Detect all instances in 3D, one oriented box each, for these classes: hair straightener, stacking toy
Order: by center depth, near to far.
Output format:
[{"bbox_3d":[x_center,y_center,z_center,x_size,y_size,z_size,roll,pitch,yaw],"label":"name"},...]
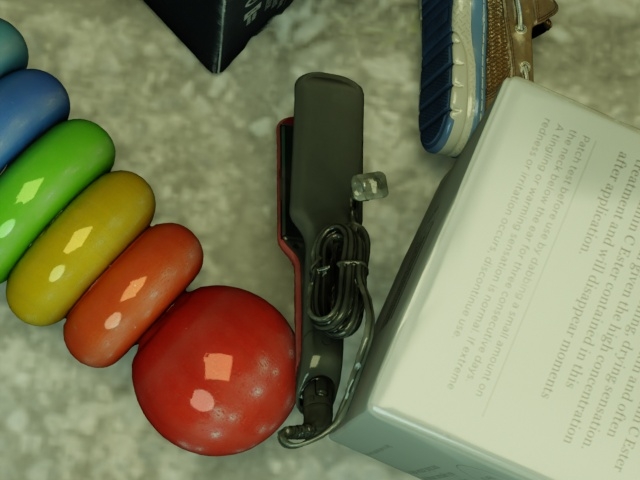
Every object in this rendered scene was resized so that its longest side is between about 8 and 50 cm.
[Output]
[{"bbox_3d":[0.000,0.000,0.796,0.047,0.089,0.230,14,51,-10],"label":"hair straightener"},{"bbox_3d":[-0.146,-0.011,0.821,0.330,0.141,0.141,44,80,-1],"label":"stacking toy"}]

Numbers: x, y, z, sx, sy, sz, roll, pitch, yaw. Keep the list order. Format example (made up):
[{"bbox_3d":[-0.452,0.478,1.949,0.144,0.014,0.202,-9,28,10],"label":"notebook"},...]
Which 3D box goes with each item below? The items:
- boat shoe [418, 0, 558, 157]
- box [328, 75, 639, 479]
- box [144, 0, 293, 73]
[{"bbox_3d":[0.095,-0.130,0.891,0.066,0.066,0.183,11,76,-19],"label":"boat shoe"},{"bbox_3d":[0.199,0.086,0.777,0.345,0.215,0.168,24,79,0],"label":"box"},{"bbox_3d":[-0.056,-0.332,0.853,0.312,0.179,0.343,-43,86,-11],"label":"box"}]
